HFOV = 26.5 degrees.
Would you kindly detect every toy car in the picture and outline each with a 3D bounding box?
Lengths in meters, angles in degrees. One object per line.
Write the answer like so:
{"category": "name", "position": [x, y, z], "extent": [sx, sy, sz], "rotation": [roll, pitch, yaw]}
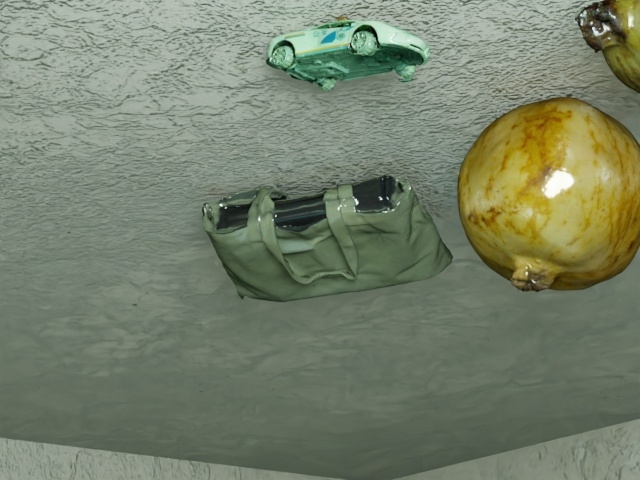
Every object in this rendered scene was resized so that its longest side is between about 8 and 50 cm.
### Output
{"category": "toy car", "position": [0.030, -0.197, 1.398], "extent": [0.186, 0.058, 0.093], "rotation": [-4, 164, 39]}

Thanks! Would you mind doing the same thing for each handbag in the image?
{"category": "handbag", "position": [0.002, -0.002, 1.848], "extent": [0.316, 0.109, 0.253], "rotation": [-7, 154, 15]}

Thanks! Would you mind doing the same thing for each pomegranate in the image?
{"category": "pomegranate", "position": [0.270, -0.047, 1.581], "extent": [0.248, 0.248, 0.248], "rotation": [-2, 159, -1]}

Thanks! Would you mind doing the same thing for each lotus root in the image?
{"category": "lotus root", "position": [0.366, -0.196, 1.339], "extent": [0.260, 0.128, 0.145], "rotation": [9, 166, -24]}
